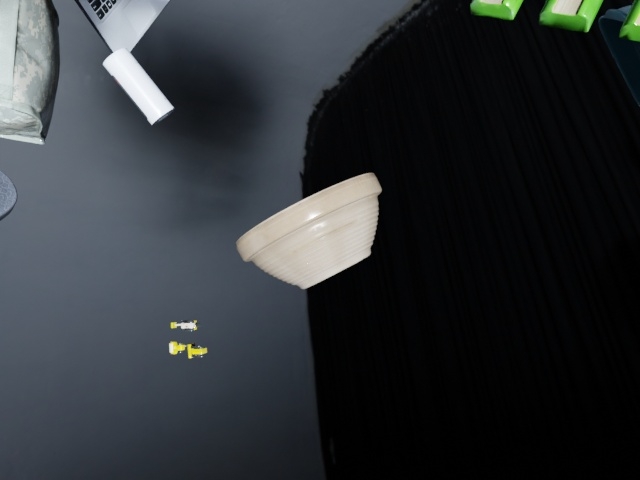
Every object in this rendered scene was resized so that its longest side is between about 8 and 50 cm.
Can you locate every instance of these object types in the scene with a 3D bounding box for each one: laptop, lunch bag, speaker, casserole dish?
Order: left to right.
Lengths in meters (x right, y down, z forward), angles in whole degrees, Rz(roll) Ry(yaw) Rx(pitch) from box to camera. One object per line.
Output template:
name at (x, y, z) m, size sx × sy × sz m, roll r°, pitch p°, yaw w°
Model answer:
lunch bag at (-0.538, -0.310, 0.791) m, size 0.169 × 0.235 × 0.287 m, roll 6°, pitch 176°, yaw -30°
speaker at (-0.339, -0.288, 0.878) m, size 0.055 × 0.136 × 0.055 m, roll -33°, pitch -163°, yaw 12°
laptop at (-0.459, -0.748, 1.202) m, size 0.236 × 0.382 × 0.408 m, roll 6°, pitch 148°, yaw 21°
casserole dish at (0.391, -0.198, 0.538) m, size 0.037 × 0.114 × 0.188 m, roll -37°, pitch 116°, yaw 19°

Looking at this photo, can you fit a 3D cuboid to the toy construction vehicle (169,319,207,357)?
toy construction vehicle at (-0.302, 0.224, 1.071) m, size 0.098 × 0.085 × 0.035 m, roll -9°, pitch 176°, yaw 27°

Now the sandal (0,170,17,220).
sandal at (-0.470, -0.001, 0.523) m, size 0.054 × 0.097 × 0.254 m, roll -26°, pitch -170°, yaw 43°

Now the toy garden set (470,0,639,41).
toy garden set at (0.286, -0.275, 0.401) m, size 0.244 × 0.203 × 0.049 m, roll 24°, pitch 172°, yaw 28°

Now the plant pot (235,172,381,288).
plant pot at (0.000, 0.000, 0.713) m, size 0.237 × 0.109 × 0.237 m, roll -27°, pitch 179°, yaw -1°
